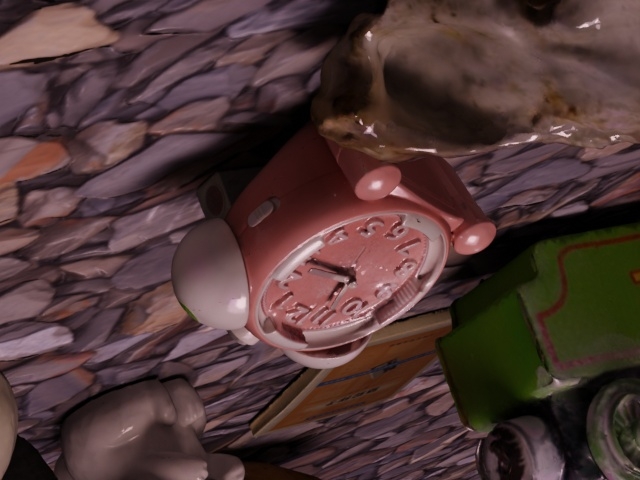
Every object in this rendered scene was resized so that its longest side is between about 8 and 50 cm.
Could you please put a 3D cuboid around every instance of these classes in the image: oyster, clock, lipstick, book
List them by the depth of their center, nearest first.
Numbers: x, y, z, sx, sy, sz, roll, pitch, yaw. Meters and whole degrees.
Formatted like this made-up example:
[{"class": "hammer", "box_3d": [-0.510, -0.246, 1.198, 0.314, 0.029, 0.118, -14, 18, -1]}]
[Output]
[{"class": "oyster", "box_3d": [0.149, -0.111, 0.962, 0.337, 0.133, 0.198, -11, -167, 15]}, {"class": "clock", "box_3d": [0.000, 0.000, 1.155, 0.162, 0.093, 0.166, -43, 144, 15]}, {"class": "lipstick", "box_3d": [-0.015, -0.031, 1.209, 0.129, 0.030, 0.030, -8, 159, -38]}, {"class": "book", "box_3d": [0.046, 0.123, 1.799, 0.170, 0.018, 0.241, -13, 162, -27]}]

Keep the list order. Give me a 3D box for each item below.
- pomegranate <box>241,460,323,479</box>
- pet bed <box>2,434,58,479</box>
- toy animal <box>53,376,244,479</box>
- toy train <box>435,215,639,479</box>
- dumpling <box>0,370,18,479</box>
[{"class": "pomegranate", "box_3d": [-0.099, 0.382, 1.976, 0.338, 0.338, 0.338, -20, 164, -6]}, {"class": "pet bed", "box_3d": [-0.294, 0.202, 1.349, 0.211, 0.183, 0.159, -1, 113, -55]}, {"class": "toy animal", "box_3d": [-0.150, 0.221, 1.585, 0.178, 0.193, 0.127, -20, 165, 27]}, {"class": "toy train", "box_3d": [0.257, 0.108, 1.602, 0.307, 0.249, 0.173, -10, 163, -31]}, {"class": "dumpling", "box_3d": [-0.253, 0.142, 1.180, 0.147, 0.193, 0.258, -26, 161, 1]}]
